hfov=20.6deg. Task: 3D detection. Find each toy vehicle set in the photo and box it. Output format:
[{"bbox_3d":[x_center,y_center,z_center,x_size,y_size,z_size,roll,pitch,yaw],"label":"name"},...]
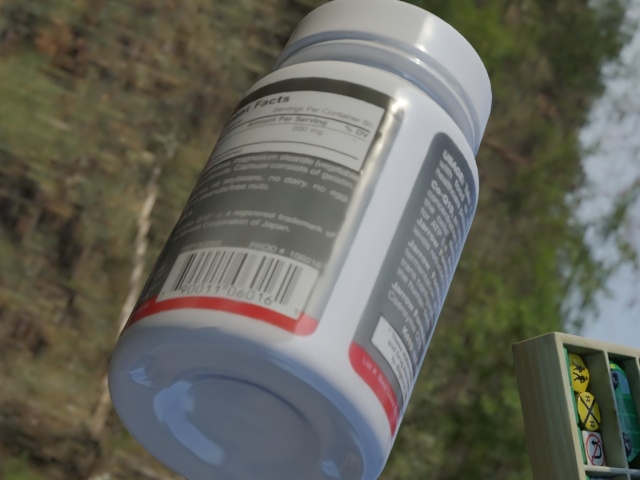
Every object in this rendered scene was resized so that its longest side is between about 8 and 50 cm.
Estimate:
[{"bbox_3d":[0.206,0.201,1.179,0.166,0.035,0.266,12,65,-51],"label":"toy vehicle set"}]

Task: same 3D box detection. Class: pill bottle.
[{"bbox_3d":[0.000,0.000,1.024,0.161,0.161,0.283,106,6,-51],"label":"pill bottle"}]
